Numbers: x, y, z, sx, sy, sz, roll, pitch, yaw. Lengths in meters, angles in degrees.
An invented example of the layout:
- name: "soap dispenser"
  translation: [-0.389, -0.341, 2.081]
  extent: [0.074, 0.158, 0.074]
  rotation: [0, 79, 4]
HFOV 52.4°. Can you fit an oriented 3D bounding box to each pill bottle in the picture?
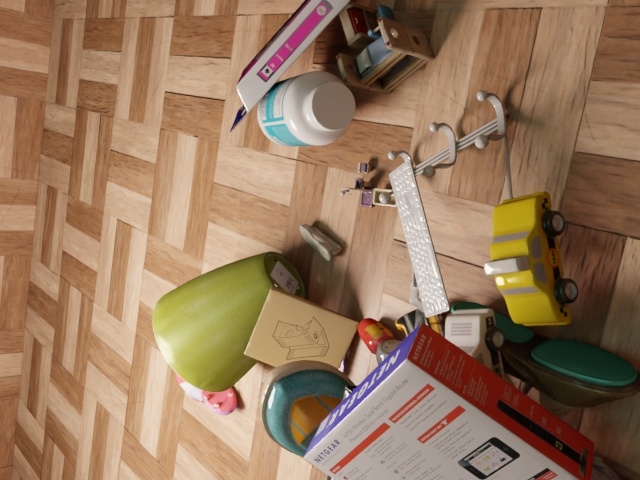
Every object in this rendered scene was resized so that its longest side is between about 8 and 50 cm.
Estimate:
- name: "pill bottle"
  translation: [-0.026, -0.266, 1.331]
  extent: [0.264, 0.146, 0.146]
  rotation: [-161, 76, -66]

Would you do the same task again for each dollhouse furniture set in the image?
- name: "dollhouse furniture set"
  translation: [0.105, -0.402, 1.252]
  extent: [0.129, 0.129, 0.183]
  rotation: [-32, 67, 42]
- name: "dollhouse furniture set"
  translation: [0.098, -0.109, 1.292]
  extent: [0.114, 0.081, 0.091]
  rotation: [11, 98, 47]

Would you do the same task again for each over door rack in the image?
- name: "over door rack"
  translation: [0.220, -0.067, 1.102]
  extent: [0.239, 0.108, 0.324]
  rotation: [-30, 56, 44]

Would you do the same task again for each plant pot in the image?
- name: "plant pot"
  translation: [-0.184, 0.159, 1.498]
  extent: [0.293, 0.275, 0.275]
  rotation: [-37, 63, 23]

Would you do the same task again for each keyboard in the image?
- name: "keyboard"
  translation: [0.162, -0.003, 1.076]
  extent: [0.072, 0.014, 0.256]
  rotation: [137, 122, -67]

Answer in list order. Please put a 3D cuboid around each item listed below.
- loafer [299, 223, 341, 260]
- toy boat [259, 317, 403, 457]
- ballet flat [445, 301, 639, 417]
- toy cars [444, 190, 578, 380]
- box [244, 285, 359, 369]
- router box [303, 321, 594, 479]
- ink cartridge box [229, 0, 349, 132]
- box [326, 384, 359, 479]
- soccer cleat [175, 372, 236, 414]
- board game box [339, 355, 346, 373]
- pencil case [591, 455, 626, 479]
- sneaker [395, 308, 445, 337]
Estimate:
- name: "loafer"
  translation: [0.000, 0.000, 1.438]
  extent: [0.125, 0.039, 0.045]
  rotation: [44, 153, 42]
- name: "toy boat"
  translation: [0.036, 0.294, 1.265]
  extent: [0.318, 0.267, 0.148]
  rotation: [-48, 34, 1]
- name: "ballet flat"
  translation: [0.333, 0.202, 1.022]
  extent: [0.342, 0.116, 0.124]
  rotation: [19, 117, 48]
- name: "toy cars"
  translation: [0.252, 0.117, 0.949]
  extent: [0.176, 0.087, 0.393]
  rotation: [48, 133, 42]
- name: "box"
  translation: [-0.041, 0.206, 1.379]
  extent: [0.201, 0.021, 0.164]
  rotation: [22, 104, 0]
- name: "router box"
  translation: [0.178, 0.320, 0.989]
  extent: [0.301, 0.082, 0.335]
  rotation: [36, 131, 0]
- name: "ink cartridge box"
  translation: [-0.083, -0.399, 1.372]
  extent: [0.371, 0.069, 0.176]
  rotation: [-46, 18, 19]
- name: "box"
  translation: [0.110, 0.356, 1.197]
  extent: [0.045, 0.184, 0.190]
  rotation: [27, 110, 56]
- name: "soccer cleat"
  translation: [-0.302, 0.407, 1.741]
  extent: [0.248, 0.083, 0.095]
  rotation: [23, 136, 40]
- name: "board game box"
  translation: [-0.013, 0.261, 1.447]
  extent: [0.169, 0.033, 0.133]
  rotation: [12, 98, 47]
- name: "pencil case"
  translation: [0.346, 0.440, 0.997]
  extent: [0.273, 0.113, 0.124]
  rotation: [-55, 40, 31]
- name: "sneaker"
  translation: [0.195, 0.223, 1.168]
  extent: [0.083, 0.084, 0.215]
  rotation: [-16, 65, 12]
